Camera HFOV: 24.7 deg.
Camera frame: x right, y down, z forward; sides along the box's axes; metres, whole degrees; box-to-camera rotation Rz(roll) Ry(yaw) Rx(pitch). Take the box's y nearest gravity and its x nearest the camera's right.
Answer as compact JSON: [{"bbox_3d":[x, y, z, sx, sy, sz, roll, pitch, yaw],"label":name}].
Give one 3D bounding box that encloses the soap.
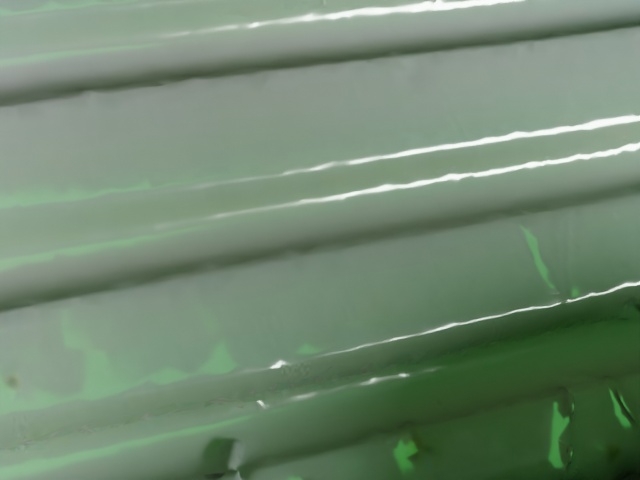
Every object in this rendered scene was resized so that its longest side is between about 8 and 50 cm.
[{"bbox_3d":[0.000,0.000,0.605,0.446,0.156,0.261,-11,79,-24],"label":"soap"}]
